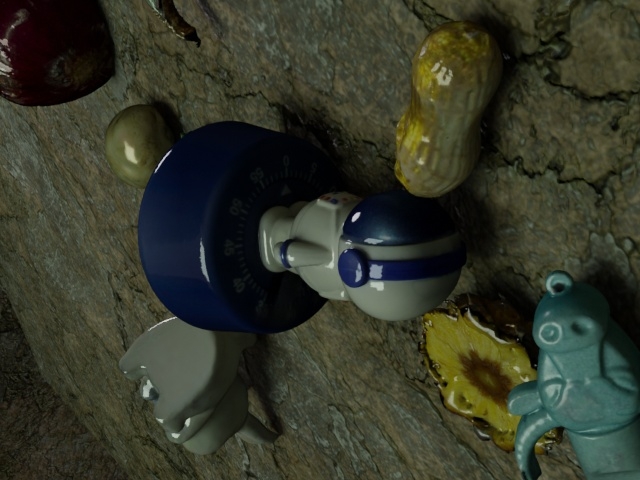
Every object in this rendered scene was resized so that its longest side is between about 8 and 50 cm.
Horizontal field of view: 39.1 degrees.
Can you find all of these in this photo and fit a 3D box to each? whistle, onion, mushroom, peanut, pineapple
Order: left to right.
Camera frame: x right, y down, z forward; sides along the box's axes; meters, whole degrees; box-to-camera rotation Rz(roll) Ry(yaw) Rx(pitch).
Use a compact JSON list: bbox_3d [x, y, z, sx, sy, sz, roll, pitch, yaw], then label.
[{"bbox_3d":[-0.480,-0.349,1.509,0.216,0.207,0.206,41,152,19],"label":"onion"},{"bbox_3d":[-0.295,-0.154,1.490,0.148,0.112,0.148,37,143,34],"label":"mushroom"},{"bbox_3d":[0.120,-0.119,0.864,0.087,0.087,0.207,45,148,25],"label":"peanut"},{"bbox_3d":[0.199,0.140,1.003,0.224,0.076,0.225,35,144,31],"label":"pineapple"},{"bbox_3d":[0.266,0.151,0.865,0.186,0.093,0.274,-16,106,24],"label":"whistle"}]

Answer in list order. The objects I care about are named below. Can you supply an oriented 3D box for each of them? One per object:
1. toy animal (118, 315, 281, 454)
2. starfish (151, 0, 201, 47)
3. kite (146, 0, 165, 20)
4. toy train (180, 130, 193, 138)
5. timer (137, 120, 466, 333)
[{"bbox_3d":[-0.199,0.277,1.692,0.196,0.241,0.368,50,167,33],"label":"toy animal"},{"bbox_3d":[-0.199,-0.400,1.091,0.303,0.113,0.312,53,162,17],"label":"starfish"},{"bbox_3d":[-0.244,-0.377,1.055,0.323,0.013,0.268,36,154,54],"label":"kite"},{"bbox_3d":[-0.181,-0.129,1.386,0.038,0.056,0.093,-128,23,-52],"label":"toy train"},{"bbox_3d":[0.000,0.000,1.041,0.383,0.270,0.271,9,126,45],"label":"timer"}]
